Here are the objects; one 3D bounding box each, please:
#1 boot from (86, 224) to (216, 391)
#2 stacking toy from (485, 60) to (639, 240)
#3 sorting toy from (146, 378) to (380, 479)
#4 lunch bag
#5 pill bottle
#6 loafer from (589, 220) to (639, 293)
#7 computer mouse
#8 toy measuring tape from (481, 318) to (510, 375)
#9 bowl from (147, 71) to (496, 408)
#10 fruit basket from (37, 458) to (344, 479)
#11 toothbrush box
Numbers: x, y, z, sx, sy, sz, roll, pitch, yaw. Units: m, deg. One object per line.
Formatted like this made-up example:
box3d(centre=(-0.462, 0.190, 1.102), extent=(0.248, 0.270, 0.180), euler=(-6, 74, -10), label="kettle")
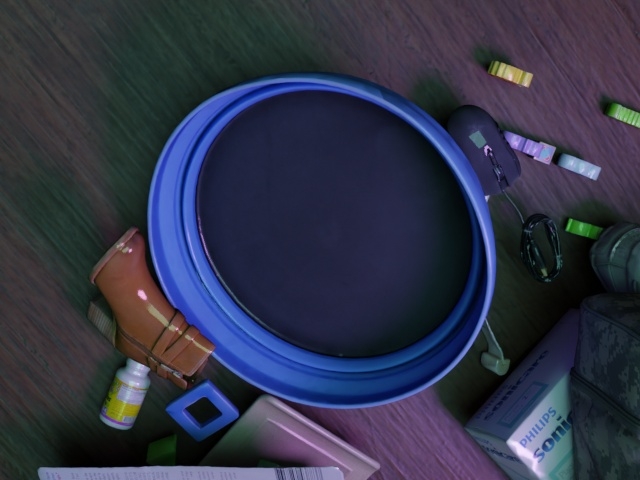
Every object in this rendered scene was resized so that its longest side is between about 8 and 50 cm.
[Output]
box3d(centre=(-0.181, 0.078, 1.150), extent=(0.152, 0.197, 0.073), euler=(37, 56, 9), label="boot")
box3d(centre=(0.278, -0.104, 1.249), extent=(0.221, 0.052, 0.167), euler=(18, 98, -11), label="stacking toy")
box3d(centre=(-0.053, 0.285, 1.263), extent=(0.347, 0.047, 0.196), euler=(35, 111, -20), label="sorting toy")
box3d(centre=(0.432, 0.203, 1.120), extent=(0.305, 0.212, 0.256), euler=(1, 105, -16), label="lunch bag")
box3d(centre=(-0.230, 0.180, 1.234), extent=(0.043, 0.043, 0.083), euler=(22, 96, -11), label="pill bottle")
box3d(centre=(0.451, 0.107, 1.271), extent=(0.112, 0.111, 0.319), euler=(-47, 111, -2), label="loafer")
box3d(centre=(0.220, -0.051, 1.203), extent=(0.071, 0.041, 0.242), euler=(-36, 105, -4), label="computer mouse")
box3d(centre=(0.121, 0.046, 1.228), extent=(0.121, 0.121, 0.330), euler=(-27, 111, -2), label="toy measuring tape")
box3d(centre=(0.000, 0.000, 1.132), extent=(0.391, 0.077, 0.391), euler=(8, 117, 17), label="bowl")
box3d(centre=(-0.127, 0.382, 1.221), extent=(0.353, 0.165, 0.327), euler=(-1, 119, 15), label="fruit basket")
box3d(centre=(0.358, 0.259, 1.260), extent=(0.216, 0.126, 0.295), euler=(-44, 99, -14), label="toothbrush box")
